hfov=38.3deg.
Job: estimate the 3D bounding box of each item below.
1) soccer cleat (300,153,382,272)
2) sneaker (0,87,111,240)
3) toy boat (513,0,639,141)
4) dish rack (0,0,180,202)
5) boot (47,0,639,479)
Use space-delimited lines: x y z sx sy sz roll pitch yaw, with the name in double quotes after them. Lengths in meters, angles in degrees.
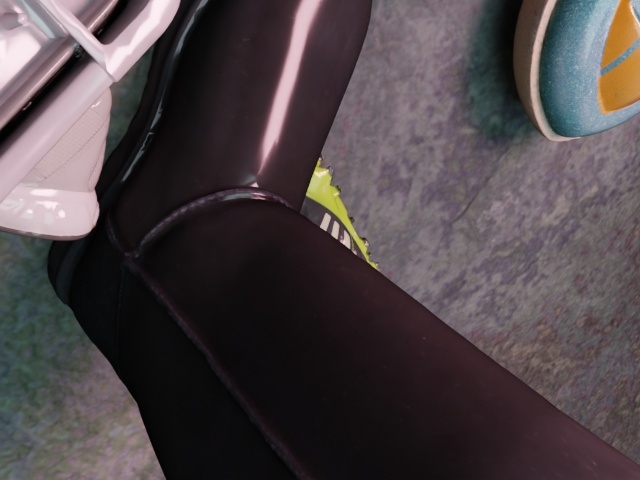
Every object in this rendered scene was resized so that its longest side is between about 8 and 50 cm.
0.000 0.000 0.803 0.072 0.060 0.178 -30 126 -1 "soccer cleat"
-0.249 -0.081 0.563 0.263 0.099 0.121 8 104 -43 "sneaker"
0.223 -0.205 0.742 0.318 0.148 0.267 10 114 -38 "toy boat"
-0.258 -0.128 0.449 0.332 0.072 0.285 -52 123 -18 "dish rack"
0.019 0.021 0.555 0.146 0.445 0.367 19 108 -41 "boot"
